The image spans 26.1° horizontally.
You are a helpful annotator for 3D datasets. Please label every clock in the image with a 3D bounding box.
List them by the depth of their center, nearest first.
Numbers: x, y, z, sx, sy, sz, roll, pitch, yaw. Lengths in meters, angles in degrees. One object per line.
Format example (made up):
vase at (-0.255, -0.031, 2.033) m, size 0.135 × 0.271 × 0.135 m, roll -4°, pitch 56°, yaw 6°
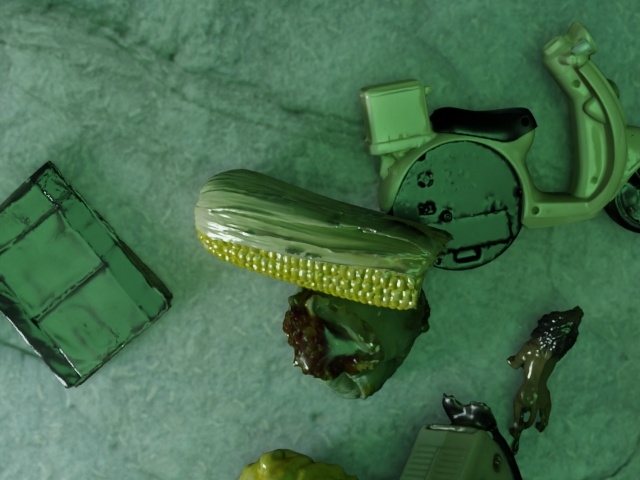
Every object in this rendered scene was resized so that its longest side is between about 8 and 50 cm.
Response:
clock at (0.249, -0.111, 1.688) m, size 0.379 × 0.120 × 0.276 m, roll -14°, pitch 101°, yaw -5°

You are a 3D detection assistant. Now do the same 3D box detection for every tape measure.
tape measure at (0.185, 0.360, 1.668) m, size 0.231 × 0.133 × 0.271 m, roll 46°, pitch 55°, yaw -37°

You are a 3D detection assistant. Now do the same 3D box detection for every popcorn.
popcorn at (-0.039, 0.351, 1.650) m, size 0.203 × 0.226 × 0.200 m, roll 23°, pitch 70°, yaw 22°

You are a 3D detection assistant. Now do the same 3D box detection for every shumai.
shumai at (0.047, 0.101, 1.662) m, size 0.184 × 0.142 × 0.184 m, roll 0°, pitch 97°, yaw -4°

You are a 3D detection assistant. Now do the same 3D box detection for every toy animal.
toy animal at (0.270, 0.173, 1.734) m, size 0.069 × 0.086 × 0.219 m, roll 11°, pitch 111°, yaw -5°

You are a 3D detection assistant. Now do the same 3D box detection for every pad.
pad at (-0.315, 0.045, 1.676) m, size 0.174 × 0.022 × 0.233 m, roll -42°, pitch 96°, yaw -2°

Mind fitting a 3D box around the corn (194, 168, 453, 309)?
corn at (0.001, -0.005, 1.618) m, size 0.305 × 0.122 × 0.123 m, roll 15°, pitch 135°, yaw 14°
